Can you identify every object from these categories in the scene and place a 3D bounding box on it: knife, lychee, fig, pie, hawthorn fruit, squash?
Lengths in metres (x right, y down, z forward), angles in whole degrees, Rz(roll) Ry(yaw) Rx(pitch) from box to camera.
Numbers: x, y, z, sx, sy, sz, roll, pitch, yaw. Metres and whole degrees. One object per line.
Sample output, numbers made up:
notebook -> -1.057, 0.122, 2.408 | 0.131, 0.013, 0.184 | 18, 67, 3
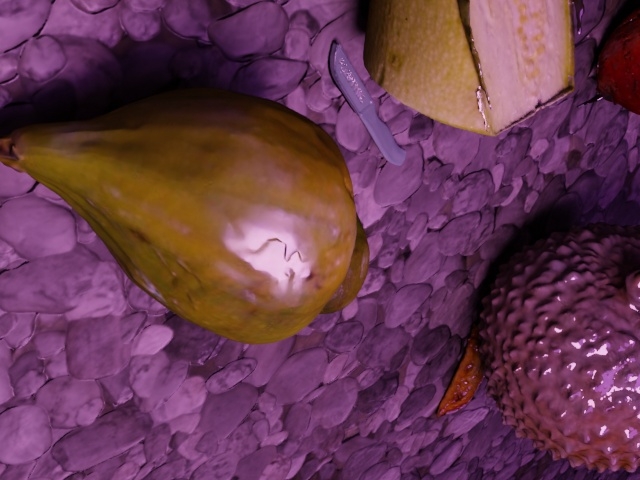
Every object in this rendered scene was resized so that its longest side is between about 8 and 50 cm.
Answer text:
knife -> 0.052, -0.146, 0.976 | 0.028, 0.015, 0.210 | -42, 140, 0
lychee -> 0.424, 0.165, 1.294 | 0.380, 0.380, 0.432 | -32, 152, -22
fig -> -0.104, -0.024, 0.752 | 0.314, 0.233, 0.233 | 7, 115, -53
pie -> 0.255, 0.214, 1.444 | 0.088, 0.033, 0.191 | -11, 127, -43
hawthorn fruit -> 0.457, -0.240, 1.180 | 0.235, 0.181, 0.181 | -19, 147, 21
fig -> 0.000, 0.000, 0.964 | 0.123, 0.123, 0.156 | 8, 102, -47
squash -> 0.165, -0.297, 0.815 | 0.234, 0.210, 0.308 | -28, 142, -43
